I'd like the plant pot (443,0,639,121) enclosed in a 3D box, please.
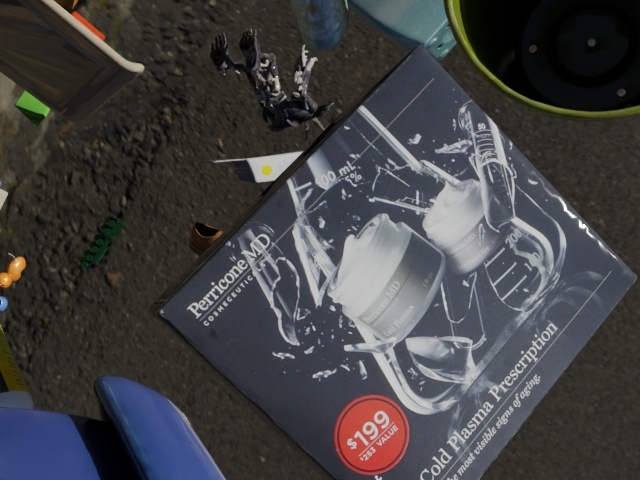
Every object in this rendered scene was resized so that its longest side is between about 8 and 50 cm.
[{"bbox_3d":[0.375,-0.314,1.061,0.366,0.366,0.353,-55,164,8],"label":"plant pot"}]

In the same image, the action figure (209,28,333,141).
[{"bbox_3d":[-0.079,-0.308,1.501,0.275,0.164,0.141,36,54,-47],"label":"action figure"}]

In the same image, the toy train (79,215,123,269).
[{"bbox_3d":[-0.280,0.004,0.989,0.023,0.017,0.083,25,107,-41],"label":"toy train"}]

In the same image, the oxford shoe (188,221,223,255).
[{"bbox_3d":[-0.231,0.021,1.870,0.076,0.212,0.076,-44,153,-47],"label":"oxford shoe"}]

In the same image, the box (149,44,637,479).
[{"bbox_3d":[0.064,0.053,0.759,0.312,0.179,0.343,44,76,-7],"label":"box"}]

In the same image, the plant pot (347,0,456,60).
[{"bbox_3d":[0.219,-0.553,1.757,0.247,0.252,0.248,-46,162,16],"label":"plant pot"}]

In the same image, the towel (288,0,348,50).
[{"bbox_3d":[-0.042,-0.525,1.182,0.090,0.374,0.320,-13,142,8],"label":"towel"}]

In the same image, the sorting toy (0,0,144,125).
[{"bbox_3d":[-0.282,-0.205,0.757,0.196,0.347,0.047,35,64,-26],"label":"sorting toy"}]

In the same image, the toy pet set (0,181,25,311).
[{"bbox_3d":[-0.341,-0.010,0.726,0.122,0.065,0.114,21,82,11],"label":"toy pet set"}]

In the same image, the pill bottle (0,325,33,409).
[{"bbox_3d":[-0.549,0.217,1.156,0.188,0.334,0.188,-29,162,-10],"label":"pill bottle"}]

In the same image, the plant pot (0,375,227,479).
[{"bbox_3d":[-0.127,0.202,0.332,0.212,0.236,0.236,-13,109,-23],"label":"plant pot"}]

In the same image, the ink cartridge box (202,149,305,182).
[{"bbox_3d":[-0.100,-0.167,1.751,0.307,0.303,0.072,-10,98,-11],"label":"ink cartridge box"}]
